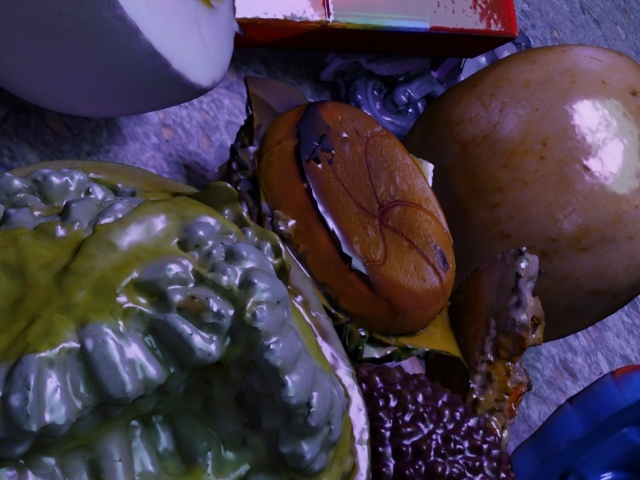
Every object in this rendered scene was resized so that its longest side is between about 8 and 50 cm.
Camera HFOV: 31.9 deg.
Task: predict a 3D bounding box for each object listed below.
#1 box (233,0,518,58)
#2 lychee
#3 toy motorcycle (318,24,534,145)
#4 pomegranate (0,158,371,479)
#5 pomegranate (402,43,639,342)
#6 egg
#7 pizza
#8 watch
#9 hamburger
[{"bbox_3d":[0.031,-0.281,1.051,0.313,0.089,0.198,-4,84,-30],"label":"box"},{"bbox_3d":[0.046,0.170,0.740,0.188,0.188,0.188,35,38,-33],"label":"lychee"},{"bbox_3d":[0.111,-0.213,1.226,0.327,0.143,0.188,-34,86,-44],"label":"toy motorcycle"},{"bbox_3d":[-0.134,0.098,0.516,0.340,0.260,0.261,-16,74,-27],"label":"pomegranate"},{"bbox_3d":[0.211,-0.048,1.057,0.307,0.307,0.307,35,38,-33],"label":"pomegranate"},{"bbox_3d":[-0.177,-0.182,0.742,0.271,0.161,0.206,52,28,-53],"label":"egg"},{"bbox_3d":[0.130,0.107,0.904,0.069,0.226,0.147,12,8,-14],"label":"pizza"},{"bbox_3d":[0.353,0.245,0.993,0.241,0.305,0.275,24,37,-41],"label":"watch"},{"bbox_3d":[0.000,0.000,0.868,0.261,0.138,0.243,31,40,-37],"label":"hamburger"}]
